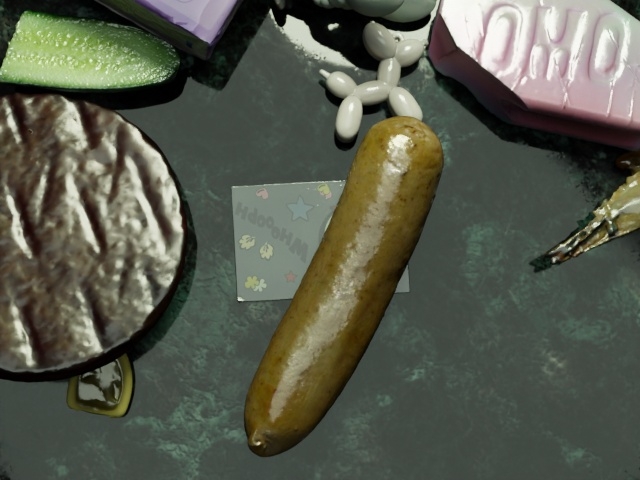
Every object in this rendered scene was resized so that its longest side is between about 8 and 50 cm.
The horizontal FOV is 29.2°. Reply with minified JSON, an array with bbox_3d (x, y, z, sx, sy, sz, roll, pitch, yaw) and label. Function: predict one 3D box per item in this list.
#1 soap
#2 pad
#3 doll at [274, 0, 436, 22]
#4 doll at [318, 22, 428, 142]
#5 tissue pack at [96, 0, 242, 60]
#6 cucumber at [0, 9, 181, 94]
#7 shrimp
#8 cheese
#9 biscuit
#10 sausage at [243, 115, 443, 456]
[{"bbox_3d":[0.314,-0.257,1.714,0.324,0.109,0.193,13,78,2],"label":"soap"},{"bbox_3d":[0.000,0.000,1.736,0.245,0.006,0.170,-3,84,-2],"label":"pad"},{"bbox_3d":[0.073,-0.367,1.714,0.195,0.258,0.153,-26,101,-40],"label":"doll"},{"bbox_3d":[0.082,-0.227,1.738,0.161,0.059,0.160,-12,85,-2],"label":"doll"},{"bbox_3d":[-0.174,-0.454,1.707,0.242,0.160,0.338,31,83,-4],"label":"tissue pack"},{"bbox_3d":[-0.317,-0.249,1.729,0.244,0.063,0.115,8,75,0],"label":"cucumber"},{"bbox_3d":[0.414,-0.049,1.726,0.262,0.066,0.117,-28,46,-5],"label":"shrimp"},{"bbox_3d":[-0.293,0.159,1.696,0.086,0.036,0.162,12,84,-1],"label":"cheese"},{"bbox_3d":[-0.382,-0.006,1.665,0.407,0.091,0.407,2,73,-5],"label":"biscuit"},{"bbox_3d":[0.034,0.064,1.661,0.123,0.136,0.501,24,85,24],"label":"sausage"}]
